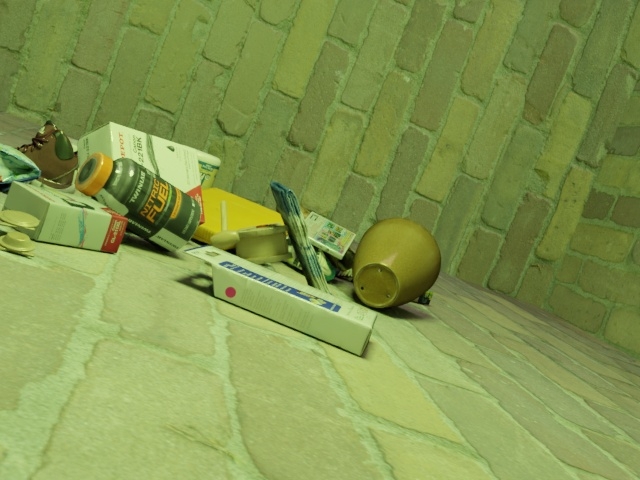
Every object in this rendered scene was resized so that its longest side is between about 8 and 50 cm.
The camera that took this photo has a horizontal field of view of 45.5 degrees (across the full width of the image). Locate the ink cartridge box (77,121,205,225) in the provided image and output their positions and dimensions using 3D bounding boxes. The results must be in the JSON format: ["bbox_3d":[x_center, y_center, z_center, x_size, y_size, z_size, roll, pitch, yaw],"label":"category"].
[{"bbox_3d":[-0.408,-0.135,1.755,0.114,0.197,0.273,-20,-19,33],"label":"ink cartridge box"}]

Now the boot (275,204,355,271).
[{"bbox_3d":[0.000,0.000,2.234,0.269,0.089,0.236,41,1,27],"label":"boot"}]

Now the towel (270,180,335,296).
[{"bbox_3d":[-0.043,0.003,1.741,0.034,0.285,0.209,-23,12,-7],"label":"towel"}]

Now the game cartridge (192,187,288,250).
[{"bbox_3d":[-0.270,-0.061,2.022,0.323,0.053,0.285,24,23,33],"label":"game cartridge"}]

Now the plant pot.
[{"bbox_3d":[0.177,0.083,1.995,0.237,0.237,0.254,22,21,12],"label":"plant pot"}]

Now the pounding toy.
[{"bbox_3d":[-0.141,-0.025,1.752,0.154,0.155,0.269,-8,4,12],"label":"pounding toy"}]

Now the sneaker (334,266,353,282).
[{"bbox_3d":[0.078,0.090,2.256,0.185,0.070,0.084,17,10,39],"label":"sneaker"}]

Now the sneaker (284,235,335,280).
[{"bbox_3d":[-0.055,0.044,2.138,0.110,0.107,0.275,41,-3,-37],"label":"sneaker"}]

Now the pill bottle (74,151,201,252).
[{"bbox_3d":[-0.374,-0.083,1.556,0.245,0.130,0.130,34,-4,-39],"label":"pill bottle"}]

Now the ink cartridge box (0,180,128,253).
[{"bbox_3d":[-0.458,-0.040,1.368,0.127,0.072,0.175,25,6,34],"label":"ink cartridge box"}]

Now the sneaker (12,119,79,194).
[{"bbox_3d":[-0.686,-0.213,1.757,0.281,0.163,0.106,18,6,-33],"label":"sneaker"}]

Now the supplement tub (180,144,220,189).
[{"bbox_3d":[-0.401,-0.178,2.327,0.144,0.200,0.144,20,5,-2],"label":"supplement tub"}]

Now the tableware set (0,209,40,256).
[{"bbox_3d":[-0.510,-0.022,1.181,0.141,0.020,0.169,13,17,-21],"label":"tableware set"}]

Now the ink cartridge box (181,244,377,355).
[{"bbox_3d":[-0.076,0.105,1.434,0.370,0.069,0.176,24,6,6],"label":"ink cartridge box"}]

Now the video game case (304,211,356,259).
[{"bbox_3d":[0.015,-0.015,2.075,0.143,0.019,0.157,28,26,4],"label":"video game case"}]

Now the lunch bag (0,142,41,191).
[{"bbox_3d":[-0.679,-0.161,1.620,0.151,0.096,0.129,7,11,-27],"label":"lunch bag"}]

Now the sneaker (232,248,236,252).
[{"bbox_3d":[-0.176,0.027,1.983,0.135,0.052,0.058,21,-13,31],"label":"sneaker"}]

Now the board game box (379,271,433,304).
[{"bbox_3d":[0.245,0.147,2.383,0.170,0.048,0.141,16,5,-42],"label":"board game box"}]

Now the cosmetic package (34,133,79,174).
[{"bbox_3d":[-0.669,-0.227,2.340,0.377,0.097,0.284,18,3,-12],"label":"cosmetic package"}]
